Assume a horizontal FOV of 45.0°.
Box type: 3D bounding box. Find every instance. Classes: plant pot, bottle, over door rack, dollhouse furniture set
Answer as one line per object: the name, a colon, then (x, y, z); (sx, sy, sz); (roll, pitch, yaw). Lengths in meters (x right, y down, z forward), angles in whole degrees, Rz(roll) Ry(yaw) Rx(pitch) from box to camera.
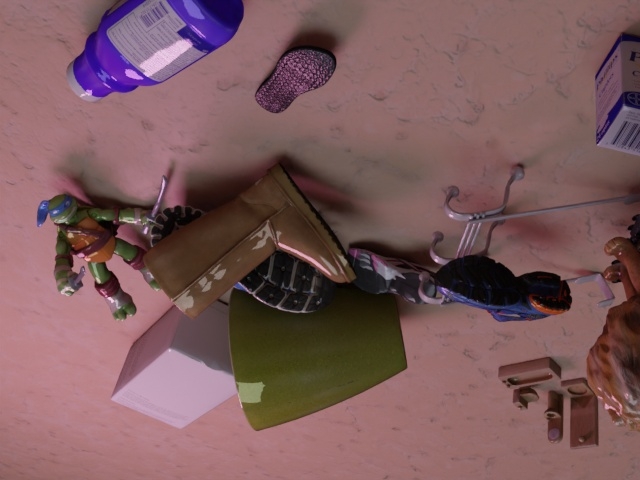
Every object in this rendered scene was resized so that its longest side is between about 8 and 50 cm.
plant pot: (0.006, 0.196, 1.440); (0.294, 0.274, 0.274); (-9, 139, 6)
bottle: (-0.234, -0.269, 1.037); (0.283, 0.092, 0.118); (-20, 130, 37)
over door rack: (0.327, 0.001, 1.200); (0.325, 0.108, 0.239); (0, 143, -5)
dollhouse furniture set: (0.452, 0.330, 1.544); (0.144, 0.123, 0.151); (-21, 130, 37)

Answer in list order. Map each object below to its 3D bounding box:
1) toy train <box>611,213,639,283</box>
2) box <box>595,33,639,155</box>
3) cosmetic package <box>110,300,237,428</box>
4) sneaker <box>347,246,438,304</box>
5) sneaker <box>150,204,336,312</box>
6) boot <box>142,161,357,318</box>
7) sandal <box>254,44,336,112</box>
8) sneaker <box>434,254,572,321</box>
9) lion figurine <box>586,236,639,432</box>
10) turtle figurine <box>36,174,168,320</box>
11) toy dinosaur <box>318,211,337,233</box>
toy train: (0.452, 0.011, 1.113); (0.036, 0.027, 0.158); (-6, 143, -2)
box: (0.402, -0.166, 0.918); (0.126, 0.137, 0.072); (14, 142, 1)
cosmetic package: (-0.294, 0.272, 1.695); (0.197, 0.155, 0.365); (30, 140, -20)
sneaker: (0.129, 0.061, 1.357); (0.178, 0.077, 0.071); (24, 112, 21)
sneaker: (-0.126, 0.029, 1.359); (0.330, 0.129, 0.147); (23, 177, 4)
boot: (-0.110, 0.038, 1.246); (0.270, 0.089, 0.236); (-37, 87, 6)
sandal: (-0.036, -0.231, 1.072); (0.067, 0.040, 0.179); (37, 152, -18)
sneaker: (0.265, 0.086, 1.155); (0.221, 0.083, 0.087); (14, 144, -18)
lion figurine: (0.526, 0.095, 1.027); (0.392, 0.240, 0.142); (-18, 144, 0)
turtle figurine: (-0.368, 0.037, 1.389); (0.275, 0.197, 0.266); (1, 144, 24)
toy dinosaur: (0.000, 0.000, 1.320); (0.047, 0.090, 0.082); (25, -173, 3)
